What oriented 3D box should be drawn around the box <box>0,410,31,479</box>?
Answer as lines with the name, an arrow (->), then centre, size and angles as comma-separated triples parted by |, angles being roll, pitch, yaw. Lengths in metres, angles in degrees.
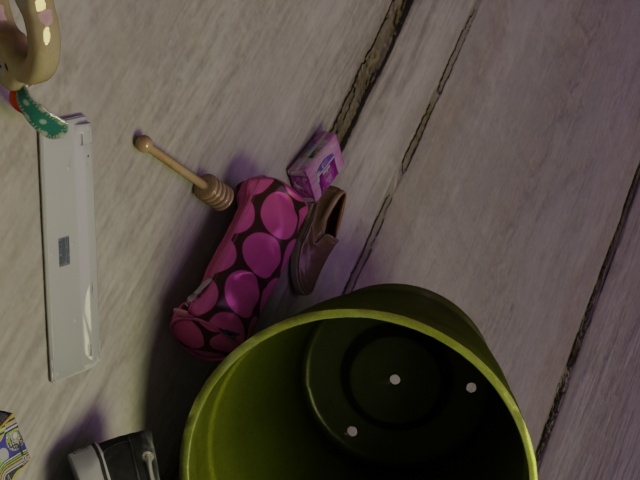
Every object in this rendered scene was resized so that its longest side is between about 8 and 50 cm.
box -> -0.333, 0.222, 1.617 | 0.169, 0.054, 0.059 | -49, 135, -44

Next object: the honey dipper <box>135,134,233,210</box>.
honey dipper -> -0.144, -0.075, 1.912 | 0.161, 0.030, 0.030 | 38, 63, -53

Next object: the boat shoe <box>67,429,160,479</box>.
boat shoe -> -0.153, 0.337, 1.779 | 0.113, 0.105, 0.306 | 110, -39, -71

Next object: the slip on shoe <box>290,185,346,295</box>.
slip on shoe -> 0.000, 0.000, 2.160 | 0.051, 0.041, 0.135 | 36, 65, -57

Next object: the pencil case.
pencil case -> -0.088, 0.025, 1.971 | 0.098, 0.095, 0.209 | 46, 53, -33

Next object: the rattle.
rattle -> -0.299, -0.156, 1.593 | 0.143, 0.130, 0.199 | -38, 155, -38

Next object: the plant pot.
plant pot -> 0.065, 0.205, 2.009 | 0.353, 0.367, 0.366 | -55, 144, -74

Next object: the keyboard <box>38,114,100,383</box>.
keyboard -> -0.245, 0.008, 1.773 | 0.072, 0.014, 0.256 | -17, 110, -52

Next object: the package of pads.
package of pads -> -0.004, -0.086, 2.147 | 0.083, 0.032, 0.050 | -54, 137, -41
